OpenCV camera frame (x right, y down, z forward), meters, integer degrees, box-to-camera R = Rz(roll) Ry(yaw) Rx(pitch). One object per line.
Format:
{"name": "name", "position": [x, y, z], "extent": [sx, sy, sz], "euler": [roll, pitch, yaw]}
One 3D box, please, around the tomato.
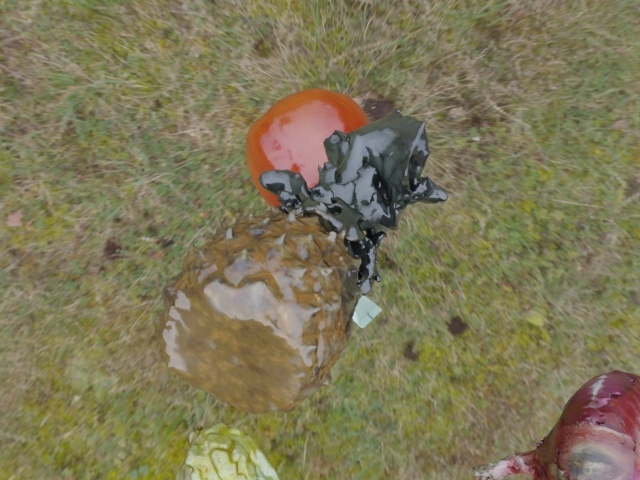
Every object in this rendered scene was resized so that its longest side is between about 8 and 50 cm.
{"name": "tomato", "position": [-0.006, -0.146, 1.749], "extent": [0.259, 0.260, 0.180], "euler": [-33, 53, 5]}

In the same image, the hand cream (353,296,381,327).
{"name": "hand cream", "position": [0.022, 0.089, 1.902], "extent": [0.205, 0.078, 0.050], "euler": [38, 128, 13]}

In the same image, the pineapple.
{"name": "pineapple", "position": [0.000, 0.000, 0.605], "extent": [0.119, 0.237, 0.111], "euler": [15, 129, 18]}

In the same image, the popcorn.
{"name": "popcorn", "position": [-0.178, 0.424, 1.740], "extent": [0.167, 0.187, 0.185], "euler": [32, 79, 32]}

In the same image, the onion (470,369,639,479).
{"name": "onion", "position": [0.178, 0.167, 0.707], "extent": [0.140, 0.150, 0.150], "euler": [1, 98, 33]}
